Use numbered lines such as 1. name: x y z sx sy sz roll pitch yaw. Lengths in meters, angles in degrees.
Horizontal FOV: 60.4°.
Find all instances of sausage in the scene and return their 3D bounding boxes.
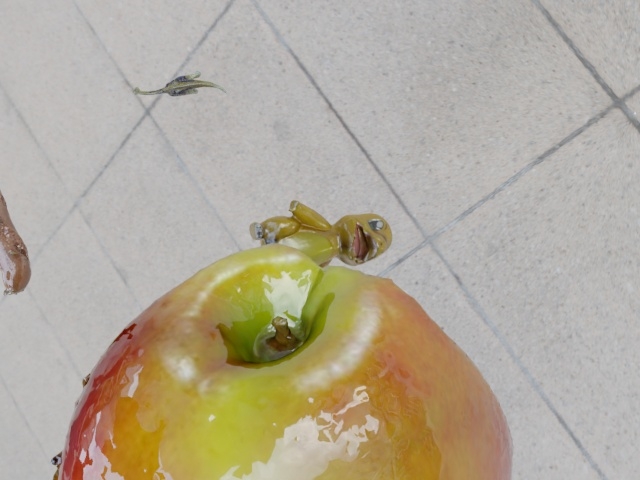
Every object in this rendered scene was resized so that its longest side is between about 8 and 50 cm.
1. sausage: -0.355 -0.015 0.597 0.036 0.042 0.157 14 123 62

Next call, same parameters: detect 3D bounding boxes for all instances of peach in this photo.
1. peach: -0.017 0.228 0.418 0.242 0.306 0.380 28 142 40

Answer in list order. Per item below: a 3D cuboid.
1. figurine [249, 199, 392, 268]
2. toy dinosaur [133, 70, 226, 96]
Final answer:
1. figurine: 0.001 -0.001 0.695 0.176 0.122 0.121 -4 107 -4
2. toy dinosaur: -0.215 -0.246 0.875 0.180 0.058 0.037 -2 121 28
